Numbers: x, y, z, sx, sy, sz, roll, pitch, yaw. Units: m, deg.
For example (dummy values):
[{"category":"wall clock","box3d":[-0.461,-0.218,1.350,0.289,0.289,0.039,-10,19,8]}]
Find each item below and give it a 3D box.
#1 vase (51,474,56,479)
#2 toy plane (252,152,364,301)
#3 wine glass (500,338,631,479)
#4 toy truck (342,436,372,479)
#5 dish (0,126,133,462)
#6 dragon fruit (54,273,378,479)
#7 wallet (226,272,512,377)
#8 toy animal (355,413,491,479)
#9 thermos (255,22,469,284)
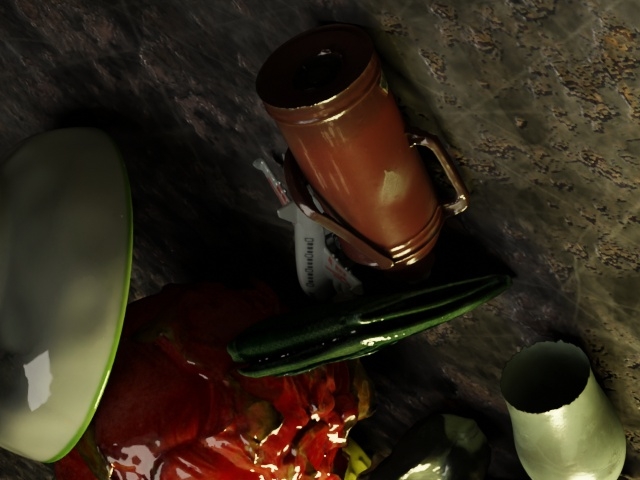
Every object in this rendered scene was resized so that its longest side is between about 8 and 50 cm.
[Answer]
[{"category":"vase","box3d":[-0.332,0.308,2.419,0.081,0.081,0.148,32,150,15]},{"category":"toy plane","box3d":[0.000,0.000,1.522,0.162,0.066,0.171,52,173,32]},{"category":"wine glass","box3d":[0.215,0.176,1.510,0.093,0.093,0.202,17,146,36]},{"category":"toy truck","box3d":[0.039,0.308,1.896,0.157,0.124,0.272,-1,133,53]},{"category":"dish","box3d":[-0.295,0.042,1.674,0.124,0.324,0.324,10,165,-26]},{"category":"dragon fruit","box3d":[-0.117,0.172,1.720,0.343,0.277,0.277,-18,127,15]},{"category":"wallet","box3d":[0.038,0.071,1.508,0.236,0.160,0.055,-15,92,59]},{"category":"toy animal","box3d":[0.086,0.235,1.721,0.094,0.121,0.225,39,149,1]},{"category":"thermos","box3d":[0.042,-0.052,1.380,0.124,0.099,0.232,-15,130,18]}]
